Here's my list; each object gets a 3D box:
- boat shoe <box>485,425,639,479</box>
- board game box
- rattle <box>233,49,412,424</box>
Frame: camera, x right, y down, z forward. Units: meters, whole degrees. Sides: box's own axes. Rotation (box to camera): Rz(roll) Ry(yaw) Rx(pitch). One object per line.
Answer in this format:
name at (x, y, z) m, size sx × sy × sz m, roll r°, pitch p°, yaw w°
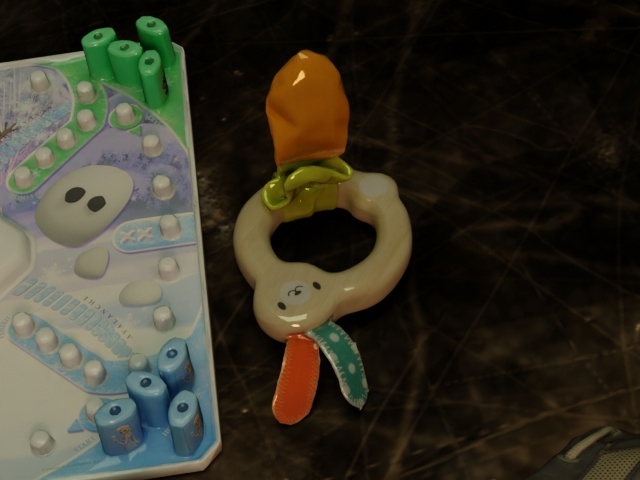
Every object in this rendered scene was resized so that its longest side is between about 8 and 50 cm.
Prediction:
boat shoe at (0.103, 0.202, 0.768) m, size 0.355 × 0.132 × 0.130 m, roll -20°, pitch 28°, yaw -41°
board game box at (-0.280, 0.008, 1.023) m, size 0.390 × 0.050 × 0.390 m, roll -8°, pitch 52°, yaw -1°
rattle at (0.000, 0.000, 0.952) m, size 0.130 × 0.142 × 0.199 m, roll 19°, pitch 48°, yaw -3°
